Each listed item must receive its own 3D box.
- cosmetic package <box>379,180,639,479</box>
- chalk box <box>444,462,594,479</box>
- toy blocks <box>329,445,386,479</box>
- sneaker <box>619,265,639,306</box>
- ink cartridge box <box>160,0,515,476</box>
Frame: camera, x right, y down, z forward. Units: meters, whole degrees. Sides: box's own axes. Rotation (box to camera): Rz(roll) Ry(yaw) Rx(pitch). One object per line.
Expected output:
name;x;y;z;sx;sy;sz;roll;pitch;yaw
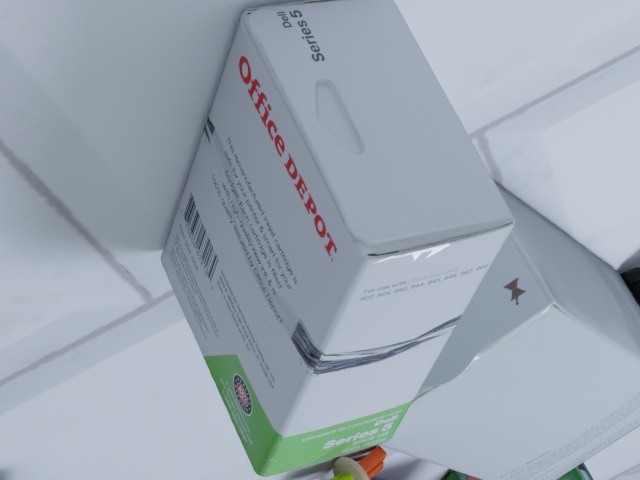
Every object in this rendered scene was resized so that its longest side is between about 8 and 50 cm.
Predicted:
cosmetic package;0.158;0.091;1.452;0.197;0.155;0.365;-35;150;15
chalk box;0.228;0.359;1.945;0.179;0.180;0.289;-9;146;-31
toy blocks;0.055;0.270;1.746;0.148;0.054;0.123;-30;114;-37
sneaker;0.329;0.094;1.689;0.124;0.107;0.283;-23;160;-39
ink cartridge box;0.000;0.000;1.116;0.115;0.198;0.273;-12;149;-26
